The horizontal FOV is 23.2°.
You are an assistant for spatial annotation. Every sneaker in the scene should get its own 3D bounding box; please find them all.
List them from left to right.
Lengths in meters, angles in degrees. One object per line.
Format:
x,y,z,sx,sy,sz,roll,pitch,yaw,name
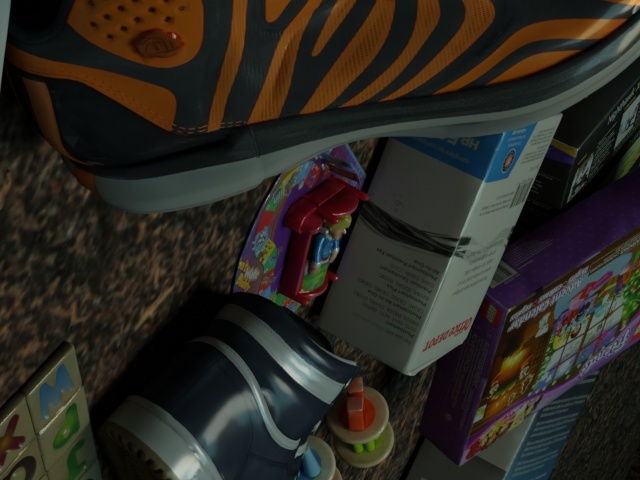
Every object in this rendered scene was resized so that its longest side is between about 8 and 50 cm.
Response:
-0.045,0.143,1.022,0.153,0.099,0.282,-49,154,-22,sneaker
0.018,-0.125,0.639,0.321,0.124,0.180,-24,148,-1,sneaker

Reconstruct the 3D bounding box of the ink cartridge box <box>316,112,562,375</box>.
0.090,-0.016,1.176,0.148,0.086,0.203,-17,132,-66,ink cartridge box

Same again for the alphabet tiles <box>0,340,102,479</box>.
-0.198,0.192,0.848,0.237,0.009,0.198,-50,157,-32,alphabet tiles

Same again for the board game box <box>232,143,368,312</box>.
0.000,0.000,1.054,0.133,0.033,0.168,-60,160,-9,board game box

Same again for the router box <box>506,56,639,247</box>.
0.253,-0.088,1.495,0.309,0.081,0.243,-45,154,-41,router box

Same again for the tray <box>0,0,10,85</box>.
-0.191,0.022,0.614,0.145,0.030,0.270,-35,147,-51,tray

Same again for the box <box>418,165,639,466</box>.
0.222,0.058,1.405,0.293,0.057,0.201,-29,145,-35,box

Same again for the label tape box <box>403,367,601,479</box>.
0.228,0.150,1.705,0.333,0.106,0.241,-65,160,6,label tape box

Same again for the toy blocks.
0.009,0.161,1.254,0.123,0.054,0.148,-55,158,-19,toy blocks
